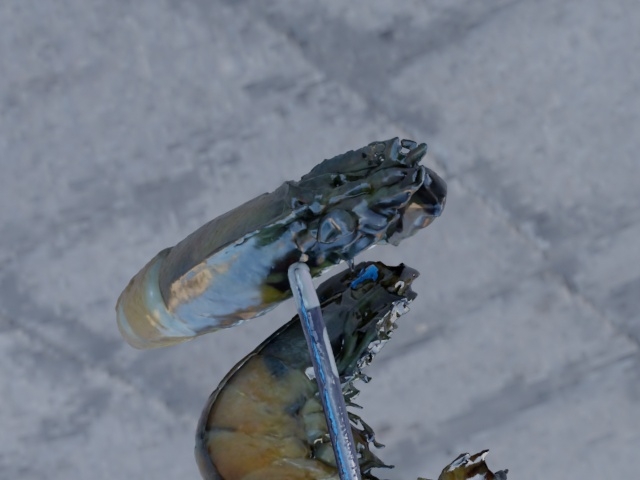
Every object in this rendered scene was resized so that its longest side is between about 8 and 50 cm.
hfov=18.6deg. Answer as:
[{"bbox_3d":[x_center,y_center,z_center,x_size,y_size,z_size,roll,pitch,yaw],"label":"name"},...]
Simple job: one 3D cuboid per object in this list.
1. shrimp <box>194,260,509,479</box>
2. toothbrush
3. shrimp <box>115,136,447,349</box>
[{"bbox_3d":[0.045,0.119,1.425,0.222,0.290,0.054,20,133,15],"label":"shrimp"},{"bbox_3d":[0.020,0.154,1.302,0.026,0.288,0.024,-14,179,7],"label":"toothbrush"},{"bbox_3d":[0.000,0.000,1.508,0.272,0.085,0.445,-20,174,-27],"label":"shrimp"}]
